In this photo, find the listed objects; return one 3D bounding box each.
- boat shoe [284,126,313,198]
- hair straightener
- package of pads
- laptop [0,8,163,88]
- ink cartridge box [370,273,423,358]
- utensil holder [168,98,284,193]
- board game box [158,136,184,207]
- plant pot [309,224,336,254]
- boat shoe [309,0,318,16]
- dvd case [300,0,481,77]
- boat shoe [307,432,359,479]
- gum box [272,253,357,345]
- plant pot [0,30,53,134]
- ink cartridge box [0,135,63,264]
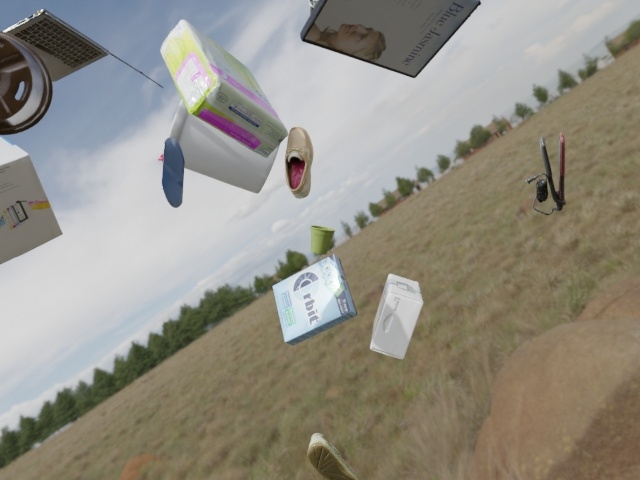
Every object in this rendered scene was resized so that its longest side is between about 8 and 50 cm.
[{"bbox_3d":[-0.051,-0.183,1.120,0.062,0.170,0.059,-7,-9,15],"label":"boat shoe"},{"bbox_3d":[0.540,-0.149,1.186,0.088,0.231,0.047,-5,44,22],"label":"hair straightener"},{"bbox_3d":[-0.222,-0.341,1.104,0.101,0.297,0.229,-44,-39,17],"label":"package of pads"},{"bbox_3d":[-0.848,-0.604,1.730,0.407,0.237,0.382,-23,-1,7],"label":"laptop"},{"bbox_3d":[0.249,0.242,1.629,0.273,0.114,0.199,-46,-27,-78],"label":"ink cartridge box"},{"bbox_3d":[-0.372,-0.387,1.923,0.327,0.385,0.328,-159,90,-75],"label":"utensil holder"},{"bbox_3d":[-0.367,-0.163,1.186,0.033,0.169,0.133,-2,-13,4],"label":"board game box"},{"bbox_3d":[0.000,0.000,1.497,0.083,0.083,0.079,-32,-48,-78],"label":"plant pot"},{"bbox_3d":[-0.004,-0.879,1.810,0.075,0.083,0.226,-32,-18,-10],"label":"boat shoe"},{"bbox_3d":[0.115,-0.369,0.822,0.252,0.022,0.180,6,-31,-30],"label":"dvd case"},{"bbox_3d":[0.031,0.402,0.848,0.056,0.153,0.048,-37,5,7],"label":"boat shoe"},{"bbox_3d":[-0.018,0.143,1.190,0.184,0.157,0.041,-27,-34,18],"label":"gum box"},{"bbox_3d":[-0.497,-0.243,0.740,0.166,0.167,0.165,-35,24,-17],"label":"plant pot"},{"bbox_3d":[-0.773,-0.098,1.189,0.168,0.171,0.233,-35,-42,-36],"label":"ink cartridge box"}]
